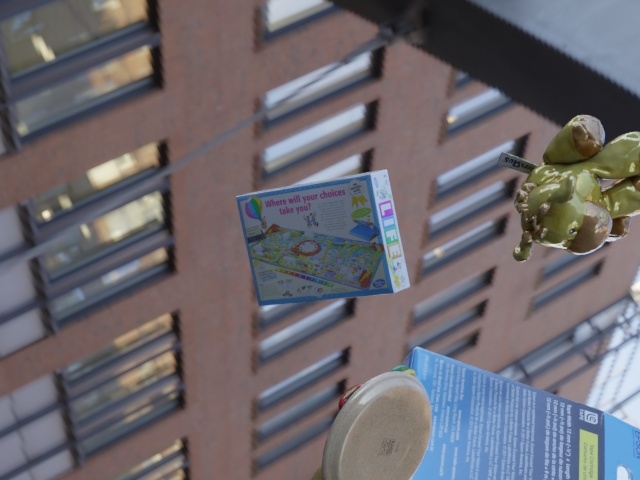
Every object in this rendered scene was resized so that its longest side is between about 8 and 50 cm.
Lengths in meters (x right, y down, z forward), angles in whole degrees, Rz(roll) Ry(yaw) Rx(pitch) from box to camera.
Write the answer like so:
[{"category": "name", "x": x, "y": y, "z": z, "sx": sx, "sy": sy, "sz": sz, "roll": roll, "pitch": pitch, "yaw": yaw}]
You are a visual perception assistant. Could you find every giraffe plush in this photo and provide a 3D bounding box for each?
[{"category": "giraffe plush", "x": 0.321, "y": -0.051, "z": 1.654, "sx": 0.210, "sy": 0.170, "sz": 0.181, "roll": 5, "pitch": -61, "yaw": 15}]

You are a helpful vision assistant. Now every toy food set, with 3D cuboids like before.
[{"category": "toy food set", "x": 0.030, "y": 0.109, "z": 0.698, "sx": 0.020, "sy": 0.082, "sz": 0.083, "roll": 23, "pitch": -65, "yaw": 44}]

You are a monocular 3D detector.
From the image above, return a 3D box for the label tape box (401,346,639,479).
[{"category": "label tape box", "x": 0.250, "y": 0.312, "z": 1.671, "sx": 0.347, "sy": 0.249, "sz": 0.115, "roll": 21, "pitch": -44, "yaw": -8}]

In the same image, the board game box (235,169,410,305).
[{"category": "board game box", "x": 0.000, "y": 0.000, "z": 1.126, "sx": 0.154, "sy": 0.026, "sz": 0.103, "roll": -7, "pitch": -83, "yaw": 39}]
